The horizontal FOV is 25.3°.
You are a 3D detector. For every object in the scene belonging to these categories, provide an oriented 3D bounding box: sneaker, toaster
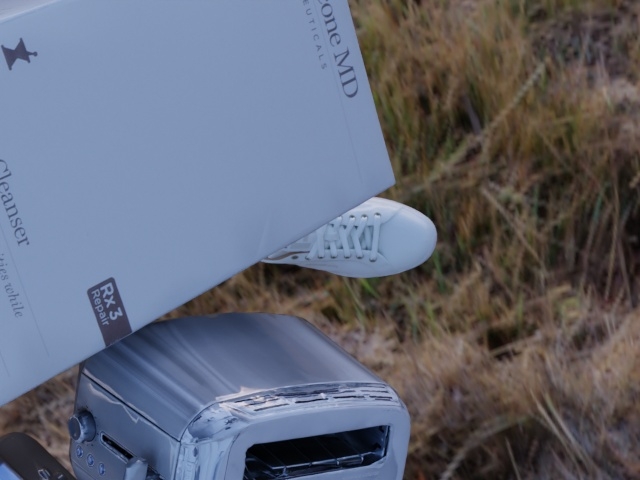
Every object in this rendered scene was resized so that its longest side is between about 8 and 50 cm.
[{"bbox_3d":[0.000,0.000,1.798,0.290,0.123,0.105,4,101,6],"label":"sneaker"},{"bbox_3d":[-0.043,0.128,0.941,0.146,0.227,0.129,31,116,49],"label":"toaster"}]

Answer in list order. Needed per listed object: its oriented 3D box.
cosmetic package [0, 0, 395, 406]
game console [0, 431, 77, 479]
[{"bbox_3d":[-0.150,-0.062,0.925,0.385,0.217,0.156,-31,23,-35],"label":"cosmetic package"},{"bbox_3d":[-0.216,0.261,1.237,0.250,0.293,0.173,43,114,4],"label":"game console"}]
